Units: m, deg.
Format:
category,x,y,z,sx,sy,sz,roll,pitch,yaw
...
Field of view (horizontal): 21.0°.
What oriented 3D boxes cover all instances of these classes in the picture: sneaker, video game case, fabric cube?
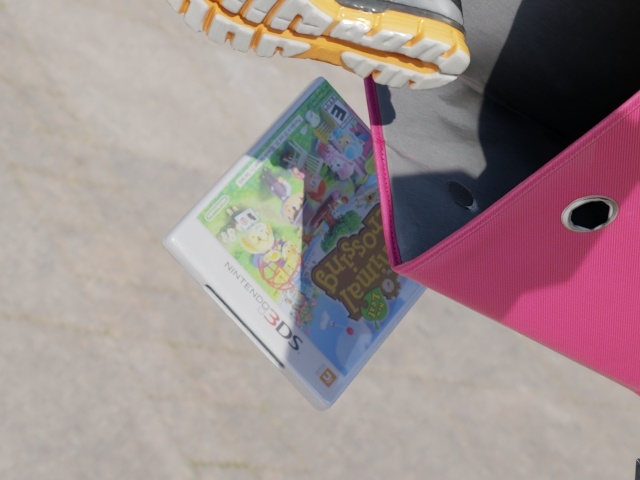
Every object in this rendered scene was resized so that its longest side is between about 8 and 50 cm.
category,x,y,z,sx,sy,sz,roll,pitch,yaw
sneaker,-0.007,-0.160,1.068,0.215,0.084,0.083,17,63,-22
video game case,0.000,0.000,1.430,0.193,0.023,0.212,48,60,-12
fabric cube,0.211,-0.085,1.205,0.258,0.254,0.259,27,41,-33

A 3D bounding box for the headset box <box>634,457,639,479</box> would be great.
category,x,y,z,sx,sy,sz,roll,pitch,yaw
headset box,0.157,0.140,0.773,0.083,0.032,0.062,63,32,-63
